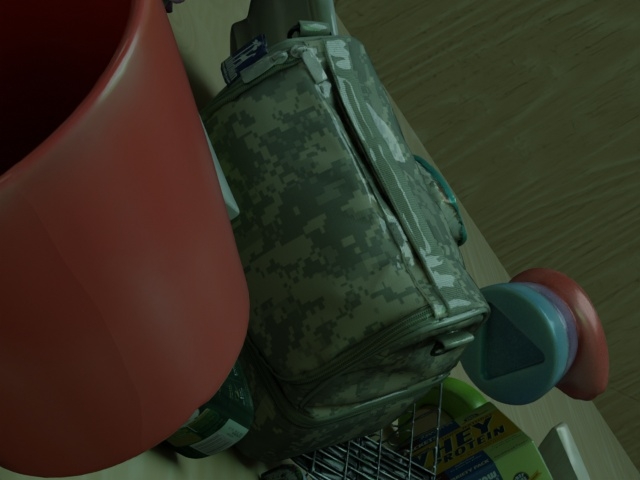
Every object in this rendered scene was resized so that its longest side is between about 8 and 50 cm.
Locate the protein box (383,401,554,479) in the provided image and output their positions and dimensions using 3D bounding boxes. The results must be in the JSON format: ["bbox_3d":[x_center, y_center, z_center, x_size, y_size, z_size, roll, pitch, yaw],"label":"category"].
[{"bbox_3d":[0.178,0.297,1.917,0.201,0.136,0.200,62,-4,-10],"label":"protein box"}]

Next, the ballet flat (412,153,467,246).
[{"bbox_3d":[0.061,-0.039,2.278,0.147,0.147,0.409,57,-4,-17],"label":"ballet flat"}]

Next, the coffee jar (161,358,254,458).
[{"bbox_3d":[-0.122,0.098,1.403,0.184,0.079,0.096,40,26,-62],"label":"coffee jar"}]

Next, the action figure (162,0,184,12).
[{"bbox_3d":[-0.153,-0.335,1.935,0.248,0.276,0.370,65,-3,-7],"label":"action figure"}]

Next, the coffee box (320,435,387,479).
[{"bbox_3d":[0.036,0.236,1.843,0.184,0.040,0.113,63,12,16],"label":"coffee box"}]

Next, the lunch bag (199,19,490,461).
[{"bbox_3d":[0.000,0.000,1.607,0.212,0.256,0.305,-12,69,-37],"label":"lunch bag"}]

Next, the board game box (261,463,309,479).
[{"bbox_3d":[0.004,0.270,1.571,0.194,0.060,0.194,55,12,-28],"label":"board game box"}]

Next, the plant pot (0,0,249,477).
[{"bbox_3d":[-0.173,-0.012,1.078,0.275,0.275,0.243,-107,173,-49],"label":"plant pot"}]

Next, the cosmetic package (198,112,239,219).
[{"bbox_3d":[-0.216,-0.163,1.462,0.197,0.155,0.365,43,19,-57],"label":"cosmetic package"}]

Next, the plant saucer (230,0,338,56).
[{"bbox_3d":[-0.040,-0.138,2.076,0.400,0.100,0.400,175,-90,-84],"label":"plant saucer"}]

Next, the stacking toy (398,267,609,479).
[{"bbox_3d":[0.152,0.163,2.059,0.130,0.309,0.279,-22,109,-48],"label":"stacking toy"}]

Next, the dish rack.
[{"bbox_3d":[0.031,0.144,1.788,0.208,0.074,0.271,31,44,-25],"label":"dish rack"}]
